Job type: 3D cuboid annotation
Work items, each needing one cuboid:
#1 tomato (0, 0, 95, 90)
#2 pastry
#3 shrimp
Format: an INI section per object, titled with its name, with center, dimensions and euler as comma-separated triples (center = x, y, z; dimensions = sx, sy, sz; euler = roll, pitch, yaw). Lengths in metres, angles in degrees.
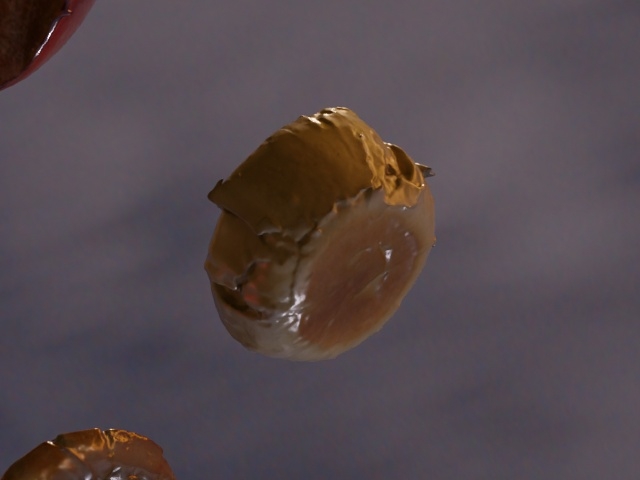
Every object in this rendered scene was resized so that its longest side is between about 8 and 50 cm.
[tomato]
center = -0.292, -0.288, 1.346
dimensions = 0.338, 0.338, 0.143
euler = -1, -165, 21
[pastry]
center = 0.000, 0.000, 1.058
dimensions = 0.166, 0.166, 0.088
euler = -43, -124, -14
[shrimp]
center = -0.154, 0.215, 1.254
dimensions = 0.053, 0.236, 0.133
euler = 22, -106, 45
